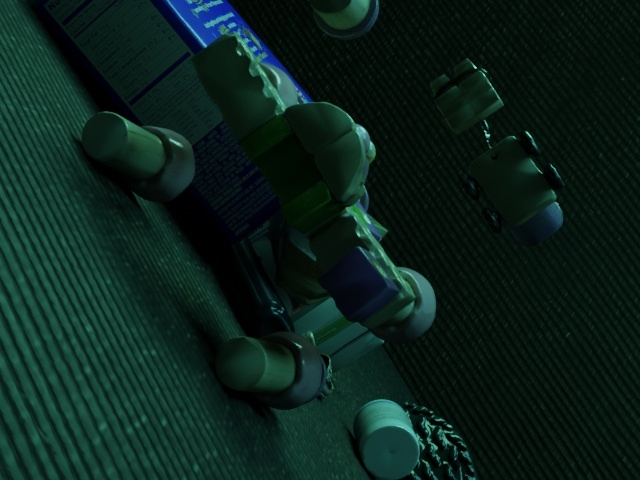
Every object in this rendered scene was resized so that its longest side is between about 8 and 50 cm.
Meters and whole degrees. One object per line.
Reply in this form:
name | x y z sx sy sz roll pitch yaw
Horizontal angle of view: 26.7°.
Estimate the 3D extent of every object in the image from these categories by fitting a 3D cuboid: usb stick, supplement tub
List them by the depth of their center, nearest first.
usb stick | -0.093 0.011 1.423 0.278 0.045 0.077 59 -4 46
supplement tub | 0.077 0.235 1.595 0.071 0.071 0.107 57 2 -9

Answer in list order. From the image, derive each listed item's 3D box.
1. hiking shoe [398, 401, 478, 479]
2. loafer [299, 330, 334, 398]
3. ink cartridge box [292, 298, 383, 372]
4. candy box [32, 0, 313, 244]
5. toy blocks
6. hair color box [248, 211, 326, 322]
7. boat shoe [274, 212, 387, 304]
hiking shoe | 0.173 0.363 1.844 0.304 0.113 0.132 51 -30 18
loafer | -0.005 0.142 1.528 0.045 0.039 0.125 58 2 35
ink cartridge box | -0.010 0.070 1.733 0.160 0.093 0.219 58 2 20
candy box | -0.130 -0.175 1.432 0.317 0.122 0.268 51 13 -7
toy blocks | 0.019 -0.041 1.146 0.288 0.309 0.260 58 9 16
hair color box | -0.055 0.011 1.605 0.167 0.093 0.053 57 3 15
boat shoe | 0.000 0.000 1.473 0.113 0.103 0.302 35 7 5
